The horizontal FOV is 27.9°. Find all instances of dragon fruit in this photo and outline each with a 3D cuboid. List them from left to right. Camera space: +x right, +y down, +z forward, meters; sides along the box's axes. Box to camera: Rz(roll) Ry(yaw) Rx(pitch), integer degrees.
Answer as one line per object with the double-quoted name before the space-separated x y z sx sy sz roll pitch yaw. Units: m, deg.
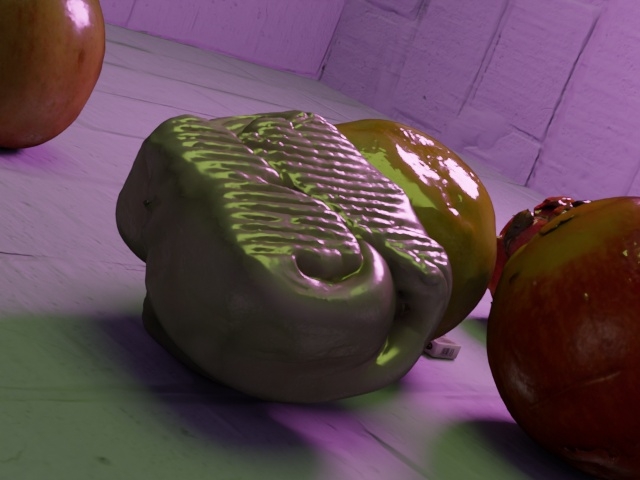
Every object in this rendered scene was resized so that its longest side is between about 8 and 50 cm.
"dragon fruit" 0.420 0.076 2.051 0.291 0.250 0.269 24 -7 39

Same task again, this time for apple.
"apple" -0.500 -0.310 1.961 0.338 0.305 0.338 21 14 -6

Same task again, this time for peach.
"peach" 0.078 -0.002 1.679 0.314 0.281 0.315 18 21 -34
"peach" 0.376 0.132 1.551 0.370 0.370 0.370 21 12 -5

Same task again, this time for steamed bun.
"steamed bun" -0.060 0.029 1.389 0.342 0.255 0.367 4 39 -40

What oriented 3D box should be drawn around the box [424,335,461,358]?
"box" 0.152 0.138 1.822 0.054 0.024 0.083 8 19 -44
